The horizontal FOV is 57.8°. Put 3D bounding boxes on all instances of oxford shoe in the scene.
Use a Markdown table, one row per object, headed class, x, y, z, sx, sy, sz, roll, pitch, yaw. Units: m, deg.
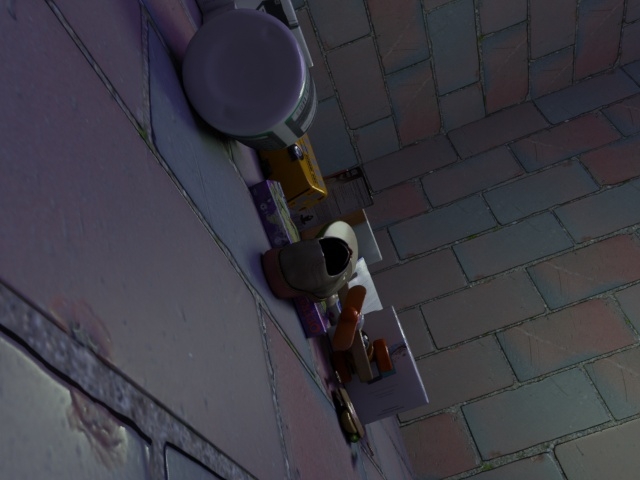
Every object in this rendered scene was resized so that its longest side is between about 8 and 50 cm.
| class | x | y | z | sx | sy | sz | roll | pitch | yaw |
| --- | --- | --- | --- | --- | --- | --- | --- | --- | --- |
| oxford shoe | 0.017 | 0.054 | 1.170 | 0.348 | 0.130 | 0.123 | -3 | 74 | -70 |

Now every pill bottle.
| class | x | y | z | sx | sy | sz | roll | pitch | yaw |
| --- | --- | --- | --- | --- | --- | --- | --- | --- | --- |
| pill bottle | -0.112 | -0.277 | 1.092 | 0.361 | 0.204 | 0.204 | -34 | 104 | -86 |

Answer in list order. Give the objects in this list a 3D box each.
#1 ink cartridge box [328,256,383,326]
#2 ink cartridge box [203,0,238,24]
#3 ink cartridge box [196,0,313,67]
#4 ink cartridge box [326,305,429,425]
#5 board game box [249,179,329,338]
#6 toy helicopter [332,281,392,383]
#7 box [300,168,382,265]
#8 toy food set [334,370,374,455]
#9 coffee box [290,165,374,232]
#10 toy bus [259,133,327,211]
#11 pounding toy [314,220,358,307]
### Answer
| class | x | y | z | sx | sy | sz | roll | pitch | yaw |
| --- | --- | --- | --- | --- | --- | --- | --- | --- | --- |
| ink cartridge box | 0.124 | 0.252 | 1.814 | 0.069 | 0.175 | 0.371 | -1 | -64 | 47 |
| ink cartridge box | -0.206 | -0.453 | 1.436 | 0.160 | 0.092 | 0.219 | -105 | 173 | -53 |
| ink cartridge box | -0.176 | -0.578 | 1.530 | 0.129 | 0.223 | 0.307 | -104 | 172 | -52 |
| ink cartridge box | 0.161 | 0.348 | 1.603 | 0.198 | 0.197 | 0.270 | 55 | 16 | -71 |
| board game box | -0.063 | 0.032 | 1.313 | 0.208 | 0.056 | 0.347 | -104 | 173 | -87 |
| toy helicopter | 0.066 | 0.174 | 1.441 | 0.235 | 0.140 | 0.355 | 63 | 12 | -68 |
| box | 0.047 | -0.057 | 1.928 | 0.345 | 0.215 | 0.168 | -105 | 173 | -55 |
| toy food set | 0.060 | 0.390 | 1.298 | 0.132 | 0.038 | 0.192 | 81 | -15 | -76 |
| coffee box | 0.020 | -0.118 | 1.678 | 0.141 | 0.246 | 0.098 | -97 | 166 | -73 |
| toy bus | -0.095 | -0.252 | 1.540 | 0.130 | 0.108 | 0.333 | 17 | 49 | -56 |
| pounding toy | 0.017 | 0.060 | 1.673 | 0.183 | 0.110 | 0.237 | -22 | 109 | -49 |
